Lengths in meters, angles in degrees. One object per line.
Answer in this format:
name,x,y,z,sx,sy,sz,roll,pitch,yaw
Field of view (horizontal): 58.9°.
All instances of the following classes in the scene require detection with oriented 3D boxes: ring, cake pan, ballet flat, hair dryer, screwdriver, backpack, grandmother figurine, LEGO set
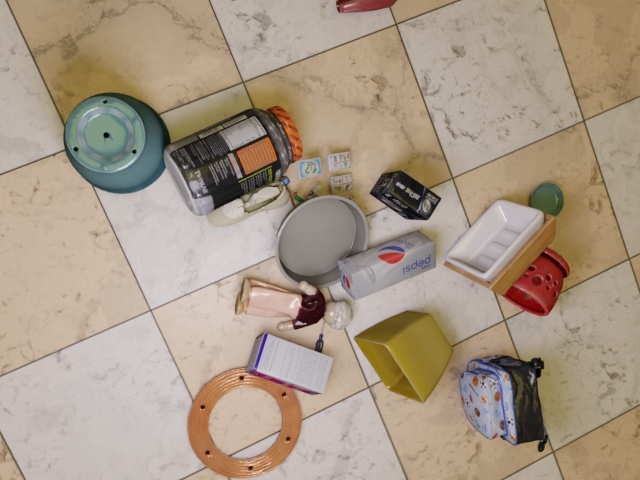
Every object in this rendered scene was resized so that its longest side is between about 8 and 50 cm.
ring,-0.223,0.540,1.688,0.336,0.032,0.337,-1,95,-13
cake pan,0.000,0.000,1.637,0.293,0.054,0.293,-10,117,-20
ballet flat,-0.206,-0.109,1.618,0.248,0.086,0.086,-21,98,-11
hair dryer,0.142,-0.777,1.666,0.223,0.080,0.293,31,82,4
screwdriver,0.006,0.270,1.727,0.024,0.025,0.170,12,83,-12
backpack,0.543,0.475,1.728,0.213,0.263,0.277,-3,90,-6
grandmother figurine,-0.065,0.189,1.647,0.342,0.208,0.104,14,50,-15
LEGO set,-0.013,-0.152,1.657,0.244,0.060,0.182,-16,105,-33

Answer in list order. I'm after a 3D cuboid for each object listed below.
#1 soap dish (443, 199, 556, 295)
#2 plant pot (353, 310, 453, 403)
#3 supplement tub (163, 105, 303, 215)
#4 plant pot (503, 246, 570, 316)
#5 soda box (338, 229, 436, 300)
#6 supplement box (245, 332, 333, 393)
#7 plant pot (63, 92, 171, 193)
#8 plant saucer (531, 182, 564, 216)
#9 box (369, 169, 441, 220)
soap dish,0.547,0.021,1.723,0.291,0.229,0.118,-46,117,-6
plant pot,0.264,0.326,1.696,0.187,0.212,0.212,-36,100,-20
supplement tub,-0.231,-0.224,1.531,0.338,0.207,0.207,-28,99,-18
plant pot,0.665,0.116,1.766,0.191,0.191,0.174,41,80,-12
soda box,0.200,0.070,1.681,0.286,0.091,0.098,-20,123,-17
supplement box,-0.090,0.361,1.647,0.220,0.111,0.114,21,67,-12
plant pot,-0.528,-0.257,1.454,0.271,0.255,0.272,-1,94,-12
plant saucer,0.734,-0.129,1.846,0.119,0.021,0.119,-1,93,-11
box,0.245,-0.130,1.662,0.147,0.180,0.077,34,86,-13
